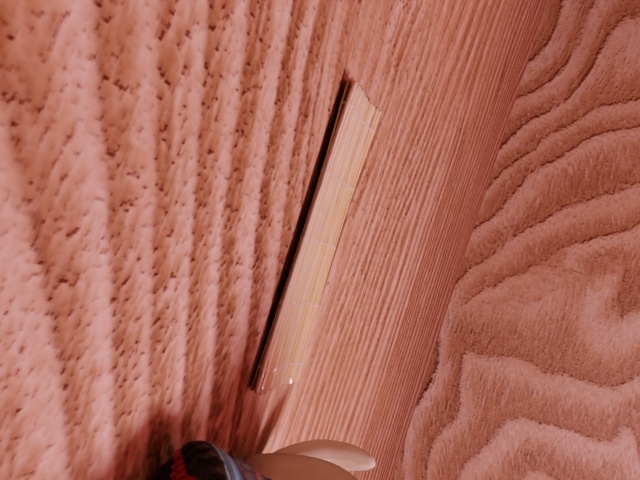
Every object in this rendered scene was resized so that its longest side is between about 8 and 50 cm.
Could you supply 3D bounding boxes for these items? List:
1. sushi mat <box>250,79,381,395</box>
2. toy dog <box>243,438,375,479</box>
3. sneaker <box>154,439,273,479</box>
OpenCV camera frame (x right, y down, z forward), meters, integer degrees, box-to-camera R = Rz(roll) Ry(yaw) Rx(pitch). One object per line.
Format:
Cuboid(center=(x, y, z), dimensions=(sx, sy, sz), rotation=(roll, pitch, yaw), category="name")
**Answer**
Cuboid(center=(0.000, 0.000, 0.916), dimensions=(0.151, 0.019, 0.316), rotation=(8, 100, -76), category="sushi mat")
Cuboid(center=(0.065, 0.384, 0.832), dimensions=(0.395, 0.408, 0.284), rotation=(-42, 148, -64), category="toy dog")
Cuboid(center=(-0.036, 0.262, 0.623), dimensions=(0.125, 0.104, 0.262), rotation=(30, 33, -40), category="sneaker")
